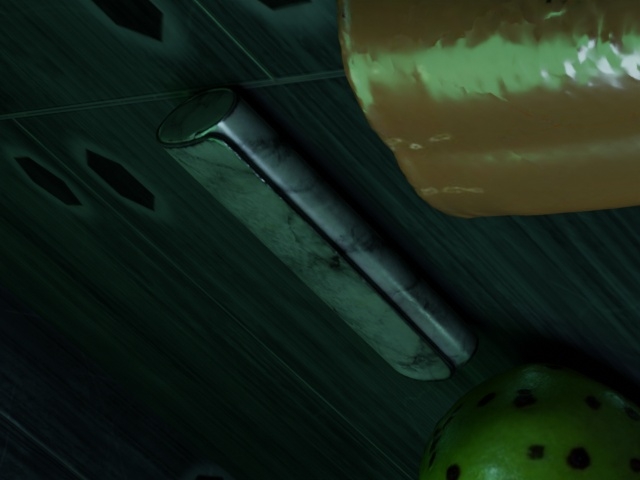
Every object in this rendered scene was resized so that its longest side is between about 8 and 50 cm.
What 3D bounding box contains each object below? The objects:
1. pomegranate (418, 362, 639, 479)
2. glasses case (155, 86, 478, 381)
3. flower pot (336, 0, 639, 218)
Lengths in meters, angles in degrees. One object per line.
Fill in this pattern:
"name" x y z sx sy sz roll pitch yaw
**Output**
"pomegranate" 0.159 0.241 1.130 0.231 0.286 0.231 40 -176 -3
"glasses case" 0.000 0.000 1.164 0.299 0.060 0.114 44 160 -24
"flower pot" 0.128 -0.099 0.534 0.173 0.190 0.190 3 145 36
